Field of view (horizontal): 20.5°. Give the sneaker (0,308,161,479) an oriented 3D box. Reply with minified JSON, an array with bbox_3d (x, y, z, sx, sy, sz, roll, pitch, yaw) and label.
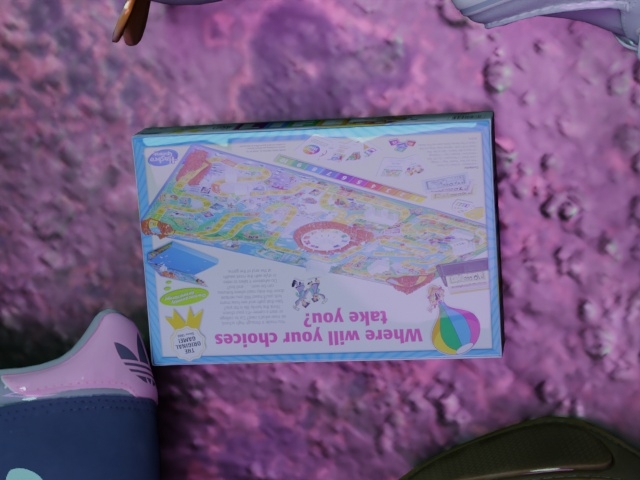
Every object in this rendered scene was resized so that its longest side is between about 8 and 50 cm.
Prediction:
[{"bbox_3d":[-0.219,0.083,0.790,0.319,0.112,0.131,5,73,13],"label":"sneaker"}]

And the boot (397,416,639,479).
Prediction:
[{"bbox_3d":[0.133,0.155,0.753,0.197,0.073,0.152,-5,105,12],"label":"boot"}]

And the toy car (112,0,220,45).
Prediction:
[{"bbox_3d":[-0.038,-0.182,0.674,0.219,0.210,0.238,22,133,-10],"label":"toy car"}]

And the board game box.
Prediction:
[{"bbox_3d":[0.000,0.000,0.761,0.154,0.026,0.103,-2,102,9],"label":"board game box"}]

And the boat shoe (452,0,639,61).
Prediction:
[{"bbox_3d":[0.145,-0.102,0.703,0.184,0.066,0.063,-13,99,1],"label":"boat shoe"}]
